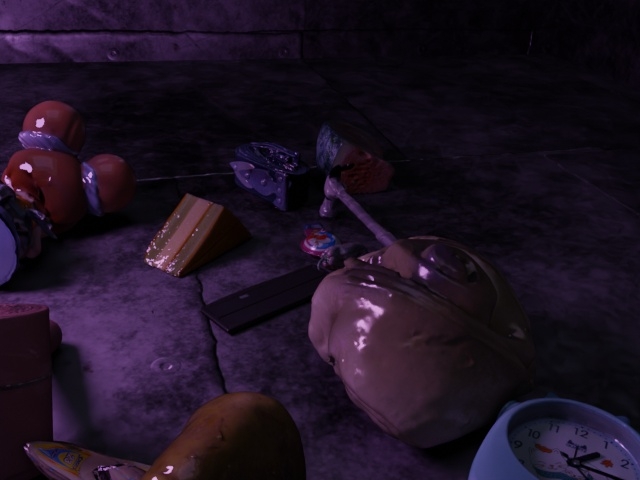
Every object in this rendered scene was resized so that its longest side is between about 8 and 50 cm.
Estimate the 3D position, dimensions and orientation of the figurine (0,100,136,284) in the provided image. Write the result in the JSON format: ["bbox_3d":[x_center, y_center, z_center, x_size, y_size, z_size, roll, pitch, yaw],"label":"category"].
[{"bbox_3d":[-0.576,-0.096,1.419,0.248,0.277,0.388,-36,12,22],"label":"figurine"}]

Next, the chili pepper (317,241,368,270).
[{"bbox_3d":[0.051,0.031,1.436,0.153,0.050,0.041,-9,30,-41],"label":"chili pepper"}]

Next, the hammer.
[{"bbox_3d":[0.121,-0.012,1.490,0.044,0.152,0.427,-9,40,-31],"label":"hammer"}]

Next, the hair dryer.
[{"bbox_3d":[-0.416,0.184,1.002,0.125,0.211,0.352,-2,3,-7],"label":"hair dryer"}]

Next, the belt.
[{"bbox_3d":[-0.118,-0.174,1.728,0.218,0.129,0.122,25,34,34],"label":"belt"}]

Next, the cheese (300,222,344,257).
[{"bbox_3d":[0.000,0.000,1.504,0.095,0.038,0.145,-5,29,-15],"label":"cheese"}]

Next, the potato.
[{"bbox_3d":[-0.118,0.290,0.768,0.141,0.192,0.296,6,25,35],"label":"potato"}]

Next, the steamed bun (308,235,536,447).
[{"bbox_3d":[0.153,0.112,1.081,0.352,0.248,0.339,-19,33,-28],"label":"steamed bun"}]

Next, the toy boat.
[{"bbox_3d":[-0.259,0.289,0.850,0.210,0.066,0.084,25,33,-1],"label":"toy boat"}]

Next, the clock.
[{"bbox_3d":[0.321,0.300,0.908,0.223,0.094,0.274,17,28,24],"label":"clock"}]

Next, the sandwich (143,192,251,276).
[{"bbox_3d":[-0.253,0.014,1.481,0.117,0.144,0.187,20,67,29],"label":"sandwich"}]

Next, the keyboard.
[{"bbox_3d":[-0.124,0.113,1.286,0.381,0.041,0.103,-13,30,-40],"label":"keyboard"}]

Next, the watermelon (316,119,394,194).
[{"bbox_3d":[0.086,-0.201,1.847,0.226,0.148,0.318,29,19,10],"label":"watermelon"}]
